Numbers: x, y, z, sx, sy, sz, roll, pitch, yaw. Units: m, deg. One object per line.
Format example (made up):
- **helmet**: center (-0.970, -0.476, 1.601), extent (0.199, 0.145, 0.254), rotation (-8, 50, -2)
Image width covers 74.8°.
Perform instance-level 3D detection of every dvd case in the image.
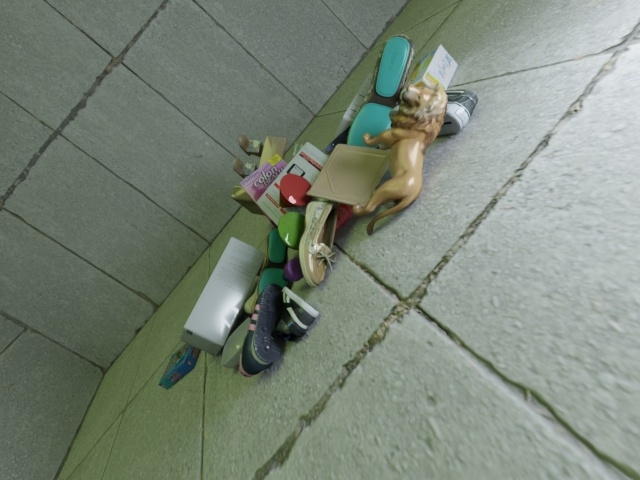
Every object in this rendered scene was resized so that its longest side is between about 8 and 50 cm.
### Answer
- **dvd case**: center (0.031, -0.369, 1.685), extent (0.180, 0.022, 0.253), rotation (-48, 11, -34)

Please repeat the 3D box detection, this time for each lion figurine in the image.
- **lion figurine**: center (0.224, -0.212, 1.128), extent (0.240, 0.142, 0.393), rotation (-3, 80, 45)

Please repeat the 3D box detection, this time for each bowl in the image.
- **bowl**: center (-0.253, 0.335, 1.343), extent (0.142, 0.053, 0.142), rotation (-45, 20, 13)

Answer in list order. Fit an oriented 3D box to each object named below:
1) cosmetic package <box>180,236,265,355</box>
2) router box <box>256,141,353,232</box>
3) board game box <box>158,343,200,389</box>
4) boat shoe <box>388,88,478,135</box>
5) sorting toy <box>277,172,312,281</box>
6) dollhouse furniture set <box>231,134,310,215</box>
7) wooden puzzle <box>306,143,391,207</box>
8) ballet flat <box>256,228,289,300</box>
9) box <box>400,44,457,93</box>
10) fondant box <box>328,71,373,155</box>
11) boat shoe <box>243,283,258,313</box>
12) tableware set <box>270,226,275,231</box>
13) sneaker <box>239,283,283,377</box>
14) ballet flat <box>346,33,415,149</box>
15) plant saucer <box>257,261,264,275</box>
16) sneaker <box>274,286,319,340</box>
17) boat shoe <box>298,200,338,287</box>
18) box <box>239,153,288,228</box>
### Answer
- **cosmetic package**: center (-0.361, 0.208, 1.555), extent (0.217, 0.156, 0.385), rotation (-49, 18, 60)
- **router box**: center (-0.038, -0.153, 1.473), extent (0.301, 0.082, 0.335), rotation (-49, 49, 5)
- **board game box**: center (-0.585, 0.511, 1.770), extent (0.210, 0.047, 0.160), rotation (-40, 23, 28)
- **boat shoe**: center (0.341, -0.384, 1.266), extent (0.119, 0.121, 0.335), rotation (-46, 30, -9)
- **sorting toy**: center (-0.101, -0.032, 1.357), extent (0.126, 0.126, 0.366), rotation (-38, 48, 53)
- **dollhouse furniture set**: center (-0.270, -0.344, 2.072), extent (0.256, 0.361, 0.395), rotation (45, -124, -72)
- **wooden puzzle**: center (0.098, -0.206, 1.322), extent (0.220, 0.044, 0.239), rotation (17, 64, 34)
- **ballet flat**: center (-0.155, 0.110, 1.453), extent (0.106, 0.107, 0.316), rotation (103, 175, -57)
- **box**: center (0.386, -0.571, 1.485), extent (0.114, 0.103, 0.203), rotation (-21, 35, 55)
- **fondant box**: center (0.160, -0.538, 1.835), extent (0.330, 0.096, 0.238), rotation (-62, 1, -32)
- **boat shoe**: center (-0.202, 0.193, 1.493), extent (0.059, 0.063, 0.170), rotation (9, 58, 41)
- **tableware set**: center (-0.188, -0.074, 1.992), extent (0.169, 0.020, 0.141), rotation (-49, 17, 9)
- **sneaker**: center (-0.172, 0.254, 1.227), extent (0.131, 0.112, 0.319), rotation (-47, 14, 27)
- **ballet flat**: center (0.239, -0.517, 1.591), extent (0.182, 0.163, 0.483), rotation (-9, -61, -74)
- **plant saucer**: center (-0.212, 0.084, 1.743), extent (0.168, 0.029, 0.168), rotation (-42, 21, 21)
- **sneaker**: center (-0.093, 0.209, 1.174), extent (0.121, 0.079, 0.217), rotation (-53, 20, -8)
- **boat shoe**: center (0.000, 0.000, 1.252), extent (0.089, 0.104, 0.286), rotation (-9, 62, 24)
- **box**: center (-0.188, -0.212, 1.827), extent (0.213, 0.243, 0.117), rotation (-39, -22, -4)
